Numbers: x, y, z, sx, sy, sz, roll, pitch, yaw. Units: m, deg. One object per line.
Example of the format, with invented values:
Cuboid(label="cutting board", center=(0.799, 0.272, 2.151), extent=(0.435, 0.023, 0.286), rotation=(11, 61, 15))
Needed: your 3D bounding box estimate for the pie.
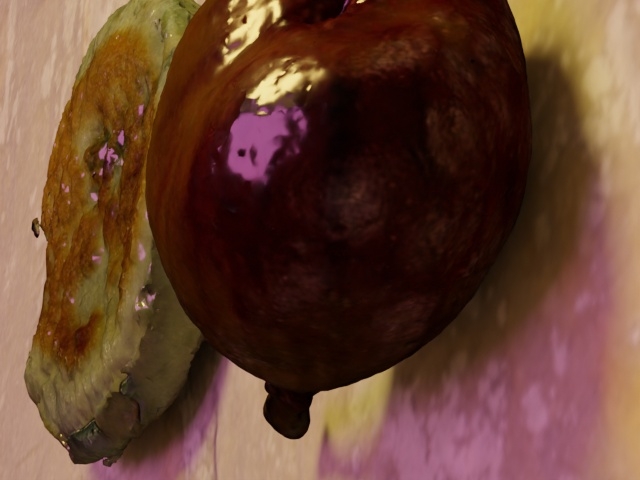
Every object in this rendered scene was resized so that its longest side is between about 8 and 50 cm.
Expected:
Cuboid(label="pie", center=(-0.116, -0.008, 1.199), extent=(0.302, 0.066, 0.303), rotation=(-169, 90, -69))

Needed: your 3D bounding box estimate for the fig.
Cuboid(label="fig", center=(-0.002, -0.001, 0.823), extent=(0.274, 0.145, 0.170), rotation=(103, 166, -47))
